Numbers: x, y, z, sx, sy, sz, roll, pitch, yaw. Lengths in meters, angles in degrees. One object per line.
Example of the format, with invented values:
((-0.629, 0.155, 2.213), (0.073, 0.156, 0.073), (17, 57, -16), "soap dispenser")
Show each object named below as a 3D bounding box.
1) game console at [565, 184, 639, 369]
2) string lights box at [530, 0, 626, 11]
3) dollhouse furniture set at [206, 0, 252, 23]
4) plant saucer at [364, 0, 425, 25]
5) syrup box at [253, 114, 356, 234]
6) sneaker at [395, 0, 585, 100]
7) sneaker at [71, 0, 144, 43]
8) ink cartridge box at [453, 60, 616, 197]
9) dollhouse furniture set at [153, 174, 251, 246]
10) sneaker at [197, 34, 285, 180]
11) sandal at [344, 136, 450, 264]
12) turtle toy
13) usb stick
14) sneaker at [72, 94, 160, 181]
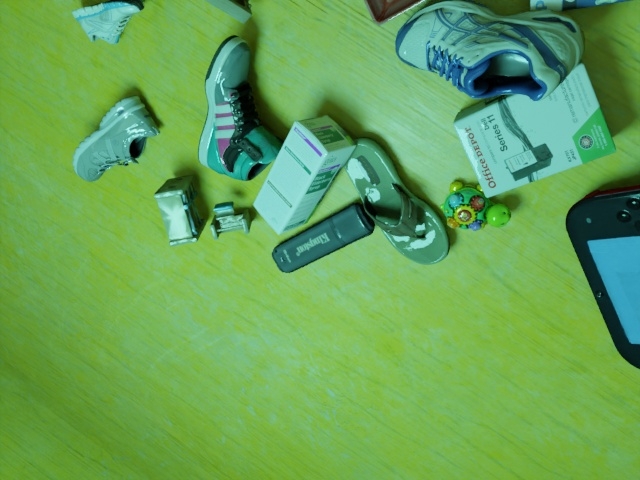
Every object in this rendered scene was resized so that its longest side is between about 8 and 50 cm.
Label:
((0.607, 0.075, 0.746), (0.342, 0.060, 0.386), (-5, 119, 59), "game console")
((0.427, -0.399, 0.644), (0.260, 0.077, 0.133), (1, 118, 24), "string lights box")
((-0.161, -0.498, 0.810), (0.123, 0.144, 0.151), (-31, 65, 33), "dollhouse furniture set")
((0.140, -0.501, 0.701), (0.258, 0.047, 0.259), (-13, 117, 39), "plant saucer")
((-0.037, -0.129, 0.961), (0.096, 0.093, 0.237), (49, 132, 14), "syrup box")
((0.227, -0.284, 0.721), (0.296, 0.131, 0.112), (19, 151, 37), "sneaker")
((-0.435, -0.463, 1.003), (0.191, 0.071, 0.083), (4, 125, 31), "sneaker")
((0.349, -0.182, 0.790), (0.208, 0.087, 0.153), (-22, 106, 32), "ink cartridge box")
((-0.266, -0.083, 1.114), (0.184, 0.129, 0.129), (-10, 114, 2), "dollhouse furniture set")
((-0.143, -0.235, 0.954), (0.178, 0.124, 0.295), (31, 133, 12), "sneaker")
((0.137, -0.065, 0.947), (0.120, 0.086, 0.303), (-35, 99, 34), "sandal")
((0.291, -0.056, 0.897), (0.130, 0.066, 0.095), (7, 119, 20), "turtle toy")
((0.000, 0.000, 1.064), (0.278, 0.045, 0.077), (-27, 101, 35), "usb stick")
((-0.491, -0.214, 1.133), (0.281, 0.105, 0.115), (-35, 99, 34), "sneaker")
